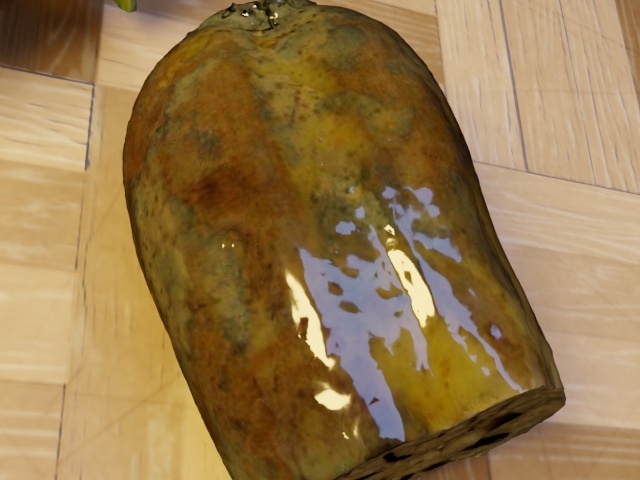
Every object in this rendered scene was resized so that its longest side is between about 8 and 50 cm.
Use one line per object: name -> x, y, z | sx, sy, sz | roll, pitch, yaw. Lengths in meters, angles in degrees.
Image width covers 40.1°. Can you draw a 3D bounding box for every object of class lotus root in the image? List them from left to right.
lotus root -> 0.000, 0.000, 0.590 | 0.250, 0.250, 0.346 | -12, 71, -29

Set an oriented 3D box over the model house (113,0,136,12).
model house -> -0.320, -0.269, 0.572 | 0.313, 0.242, 0.357 | -31, 83, -17
